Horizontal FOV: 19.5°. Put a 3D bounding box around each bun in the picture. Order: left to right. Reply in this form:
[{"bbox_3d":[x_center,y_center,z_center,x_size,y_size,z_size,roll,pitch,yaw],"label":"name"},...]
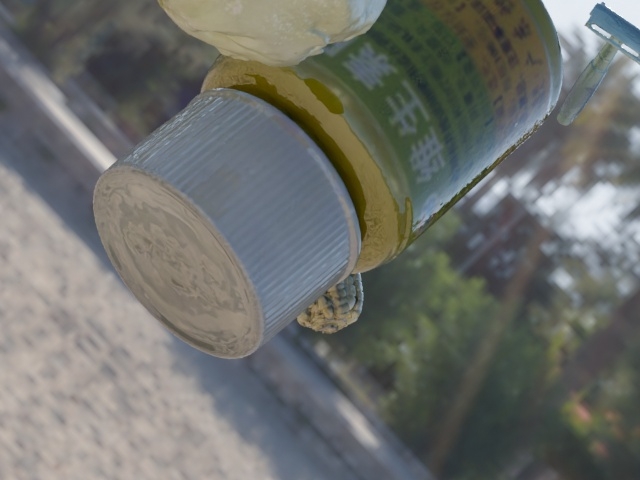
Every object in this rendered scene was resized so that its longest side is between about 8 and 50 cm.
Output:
[{"bbox_3d":[-0.055,-0.195,1.210,0.229,0.145,0.229,21,14,-6],"label":"bun"}]

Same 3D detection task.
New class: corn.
[{"bbox_3d":[0.000,0.000,2.089,0.087,0.087,0.211,50,32,-67],"label":"corn"}]

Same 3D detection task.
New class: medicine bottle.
[{"bbox_3d":[0.009,-0.086,1.546,0.224,0.384,0.224,32,-35,26],"label":"medicine bottle"}]

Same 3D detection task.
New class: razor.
[{"bbox_3d":[0.249,-0.151,1.695,0.068,0.040,0.135,36,-39,5],"label":"razor"}]
